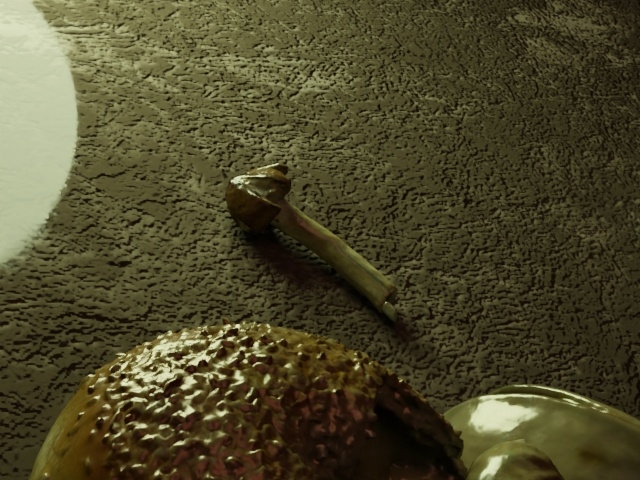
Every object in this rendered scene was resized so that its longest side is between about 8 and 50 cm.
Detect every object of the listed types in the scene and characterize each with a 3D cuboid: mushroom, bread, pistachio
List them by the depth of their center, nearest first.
[{"bbox_3d":[-0.056,0.136,0.803,0.314,0.171,0.192,-19,59,-44],"label":"bread"},{"bbox_3d":[0.180,0.183,0.914,0.238,0.153,0.138,18,16,37],"label":"pistachio"},{"bbox_3d":[0.000,0.000,1.100,0.187,0.061,0.060,35,32,6],"label":"mushroom"}]

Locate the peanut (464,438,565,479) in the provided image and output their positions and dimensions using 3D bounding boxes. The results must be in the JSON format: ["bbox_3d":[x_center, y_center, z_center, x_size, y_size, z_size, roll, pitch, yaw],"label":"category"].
[{"bbox_3d":[0.103,0.225,0.798,0.099,0.099,0.214,27,72,2],"label":"peanut"}]
